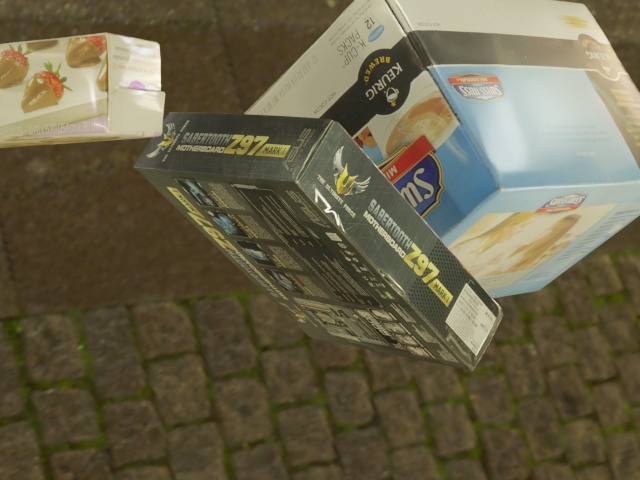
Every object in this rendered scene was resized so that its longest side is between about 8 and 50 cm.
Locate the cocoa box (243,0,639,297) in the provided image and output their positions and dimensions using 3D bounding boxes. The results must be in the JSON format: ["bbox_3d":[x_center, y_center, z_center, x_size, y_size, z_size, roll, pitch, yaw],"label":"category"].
[{"bbox_3d":[0.142,-0.083,1.336,0.347,0.231,0.228,-6,62,-49],"label":"cocoa box"}]

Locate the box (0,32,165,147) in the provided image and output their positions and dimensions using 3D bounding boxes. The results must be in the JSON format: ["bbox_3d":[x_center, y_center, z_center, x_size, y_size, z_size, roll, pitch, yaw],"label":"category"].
[{"bbox_3d":[-0.256,-0.091,0.925,0.067,0.324,0.063,-1,89,-65],"label":"box"}]

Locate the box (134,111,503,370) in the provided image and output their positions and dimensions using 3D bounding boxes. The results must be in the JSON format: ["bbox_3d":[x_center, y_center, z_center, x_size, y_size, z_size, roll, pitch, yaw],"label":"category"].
[{"bbox_3d":[0.000,0.000,1.015,0.232,0.183,0.059,47,64,-35],"label":"box"}]
